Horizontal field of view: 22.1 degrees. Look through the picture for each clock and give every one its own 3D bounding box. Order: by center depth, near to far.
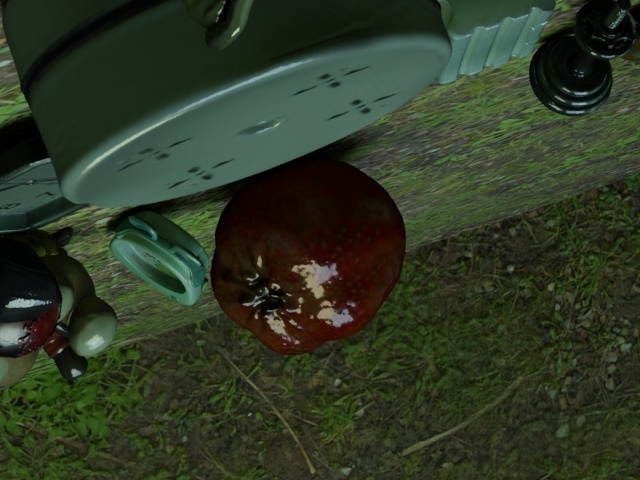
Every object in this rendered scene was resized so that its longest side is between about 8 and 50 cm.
[{"bbox_3d":[-0.316,-0.065,1.801,0.273,0.049,0.279,-23,172,28],"label":"clock"},{"bbox_3d":[-0.219,0.018,2.303,0.060,0.148,0.188,-54,-179,-18],"label":"clock"}]

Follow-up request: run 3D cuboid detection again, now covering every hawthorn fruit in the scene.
[{"bbox_3d":[0.000,0.000,2.374,0.287,0.287,0.330,-27,-167,44],"label":"hawthorn fruit"}]

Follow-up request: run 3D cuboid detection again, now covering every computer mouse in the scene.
[{"bbox_3d":[-0.405,0.046,1.943,0.192,0.106,0.062,18,-151,0],"label":"computer mouse"}]

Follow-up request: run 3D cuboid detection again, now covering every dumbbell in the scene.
[{"bbox_3d":[0.334,-0.236,2.027,0.110,0.110,0.254,-17,166,-13],"label":"dumbbell"}]

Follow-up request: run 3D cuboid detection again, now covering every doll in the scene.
[{"bbox_3d":[-0.445,0.108,2.316,0.330,0.174,0.235,-25,140,25],"label":"doll"}]

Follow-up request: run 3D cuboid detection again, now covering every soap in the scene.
[{"bbox_3d":[0.177,-0.234,1.755,0.119,0.066,0.198,-20,172,-3],"label":"soap"}]

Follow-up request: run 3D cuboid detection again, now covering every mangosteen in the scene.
[{"bbox_3d":[-0.402,0.058,2.077,0.166,0.180,0.166,10,171,1],"label":"mangosteen"}]

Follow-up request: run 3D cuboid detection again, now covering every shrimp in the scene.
[{"bbox_3d":[0.444,-0.280,2.165,0.115,0.051,0.217,-27,170,9],"label":"shrimp"}]

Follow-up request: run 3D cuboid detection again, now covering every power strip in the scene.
[{"bbox_3d":[-0.064,-0.164,1.320,0.357,0.161,0.357,-20,172,-3],"label":"power strip"}]

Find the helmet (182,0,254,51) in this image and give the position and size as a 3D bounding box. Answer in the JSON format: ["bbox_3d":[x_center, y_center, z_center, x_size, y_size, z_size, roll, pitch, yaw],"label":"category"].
[{"bbox_3d":[-0.039,-0.242,0.943,0.257,0.137,0.204,-45,-165,37],"label":"helmet"}]
